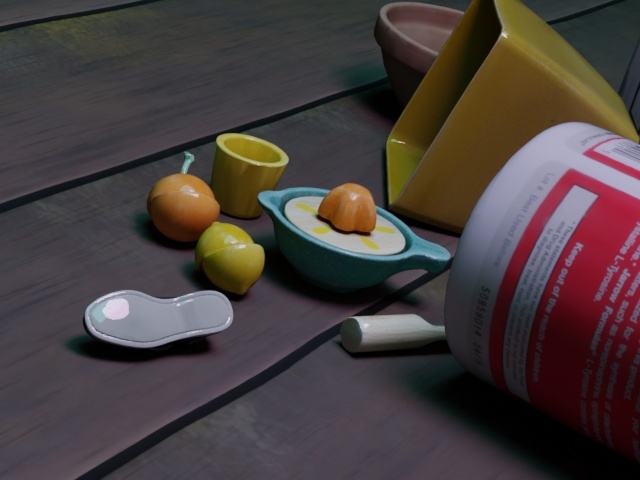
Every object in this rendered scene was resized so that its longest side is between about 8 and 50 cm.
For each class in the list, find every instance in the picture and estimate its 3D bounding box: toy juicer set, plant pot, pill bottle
[{"bbox_3d":[0.000,0.000,1.490,0.329,0.089,0.209,29,24,24],"label":"toy juicer set"},{"bbox_3d":[0.165,-0.183,2.023,0.237,0.109,0.237,17,22,-7],"label":"plant pot"},{"bbox_3d":[0.200,-0.108,1.775,0.187,0.212,0.212,29,20,-10],"label":"plant pot"},{"bbox_3d":[0.316,0.082,1.328,0.408,0.229,0.229,28,24,31],"label":"pill bottle"}]

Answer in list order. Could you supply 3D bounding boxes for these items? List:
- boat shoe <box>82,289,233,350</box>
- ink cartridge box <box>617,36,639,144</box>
[{"bbox_3d":[-0.127,0.061,1.317,0.125,0.038,0.046,-8,75,-38],"label":"boat shoe"},{"bbox_3d":[0.441,-0.107,1.940,0.198,0.197,0.270,16,22,-4],"label":"ink cartridge box"}]
